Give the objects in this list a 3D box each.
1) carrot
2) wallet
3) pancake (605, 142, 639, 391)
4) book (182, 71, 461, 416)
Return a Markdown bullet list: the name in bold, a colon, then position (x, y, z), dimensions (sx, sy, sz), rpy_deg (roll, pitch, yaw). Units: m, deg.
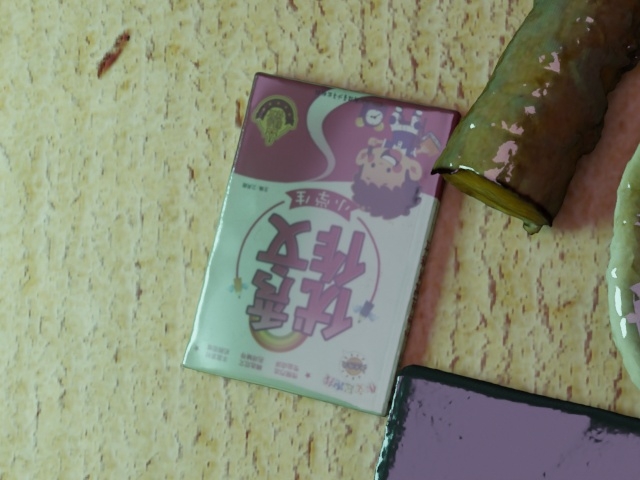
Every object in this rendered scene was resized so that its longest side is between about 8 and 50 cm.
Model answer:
- **carrot**: position (0.175, -0.139, 1.290), dimensions (0.102, 0.102, 0.263), rpy_deg (26, 88, 18)
- **wallet**: position (0.158, 0.171, 1.283), dimensions (0.244, 0.025, 0.124), rpy_deg (12, 86, 18)
- **pancake**: position (0.305, 0.016, 1.098), dimensions (0.282, 0.049, 0.282), rpy_deg (-1, 84, 15)
- **book**: position (0.000, 0.000, 1.356), dimensions (0.162, 0.022, 0.232), rpy_deg (13, 85, 17)
